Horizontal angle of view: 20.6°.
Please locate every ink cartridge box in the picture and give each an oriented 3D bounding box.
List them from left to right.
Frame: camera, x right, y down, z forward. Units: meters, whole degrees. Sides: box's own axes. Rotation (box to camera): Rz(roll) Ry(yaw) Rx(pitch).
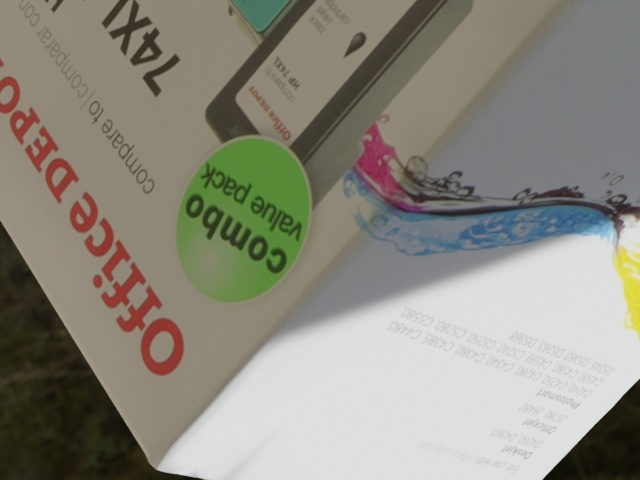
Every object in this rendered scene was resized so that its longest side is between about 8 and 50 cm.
[{"bbox_3d":[0.043,-0.065,0.612,0.197,0.270,0.198,21,25,-51],"label":"ink cartridge box"}]
